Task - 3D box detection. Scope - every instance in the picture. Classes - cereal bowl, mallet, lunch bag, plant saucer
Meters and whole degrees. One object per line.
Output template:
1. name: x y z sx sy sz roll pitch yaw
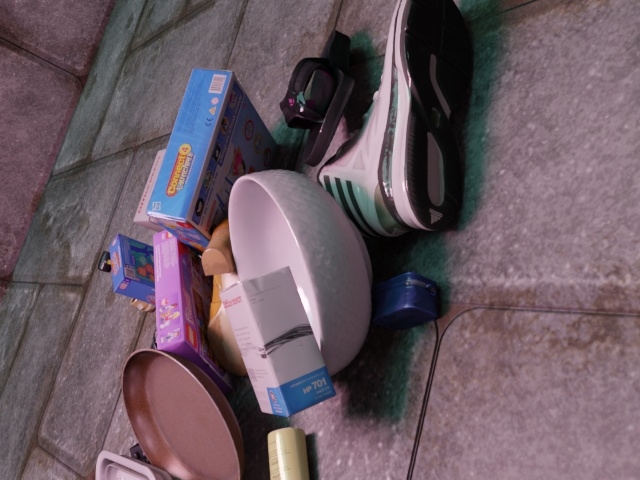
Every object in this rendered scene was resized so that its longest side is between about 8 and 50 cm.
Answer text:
1. cereal bowl: -0.019 0.046 1.056 0.339 0.141 0.339 45 144 46
2. mallet: -0.608 0.076 1.976 0.190 0.039 0.062 14 82 51
3. lunch bag: 0.126 0.085 0.978 0.098 0.067 0.065 -27 50 41
4. plant saucer: -0.234 0.322 1.162 0.311 0.050 0.310 19 121 36

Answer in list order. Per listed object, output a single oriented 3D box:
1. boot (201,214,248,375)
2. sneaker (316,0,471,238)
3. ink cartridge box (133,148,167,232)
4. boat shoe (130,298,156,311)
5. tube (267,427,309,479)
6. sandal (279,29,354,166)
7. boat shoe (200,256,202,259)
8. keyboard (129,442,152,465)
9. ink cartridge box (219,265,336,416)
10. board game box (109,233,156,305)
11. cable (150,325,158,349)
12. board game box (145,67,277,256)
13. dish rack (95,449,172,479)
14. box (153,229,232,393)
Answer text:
1. boot: -0.145 0.090 1.296 0.104 0.295 0.211 0 25 16
2. sneaker: 0.097 -0.212 1.108 0.257 0.169 0.447 -14 61 46
3. ink cartridge box: -0.328 -0.121 1.648 0.289 0.122 0.211 0 69 53
4. boat shoe: -0.429 0.085 1.698 0.068 0.072 0.190 0 70 53
5. tube: -0.042 0.410 1.013 0.070 0.062 0.240 93 171 -59
6. sandal: -0.016 -0.275 1.239 0.445 0.107 0.167 -88 20 -58
7. boat shoe: -0.239 0.038 1.504 0.137 0.043 0.049 6 63 40
8. keyboard: -0.288 0.395 1.304 0.317 0.033 0.201 -28 72 40
9. ink cartridge box: -0.065 0.144 0.948 0.140 0.082 0.190 -28 80 68
10. board game box: -0.362 0.081 1.495 0.047 0.210 0.160 -52 36 20
11. cable: -0.345 0.239 1.529 0.150 0.047 0.184 -42 43 37
12. board game box: -0.205 -0.133 1.348 0.086 0.302 0.308 10 73 16
13. dish rack: -0.331 0.563 1.221 0.286 0.072 0.332 -8 82 51
14. box: -0.256 0.140 1.329 0.057 0.201 0.293 -22 46 6
